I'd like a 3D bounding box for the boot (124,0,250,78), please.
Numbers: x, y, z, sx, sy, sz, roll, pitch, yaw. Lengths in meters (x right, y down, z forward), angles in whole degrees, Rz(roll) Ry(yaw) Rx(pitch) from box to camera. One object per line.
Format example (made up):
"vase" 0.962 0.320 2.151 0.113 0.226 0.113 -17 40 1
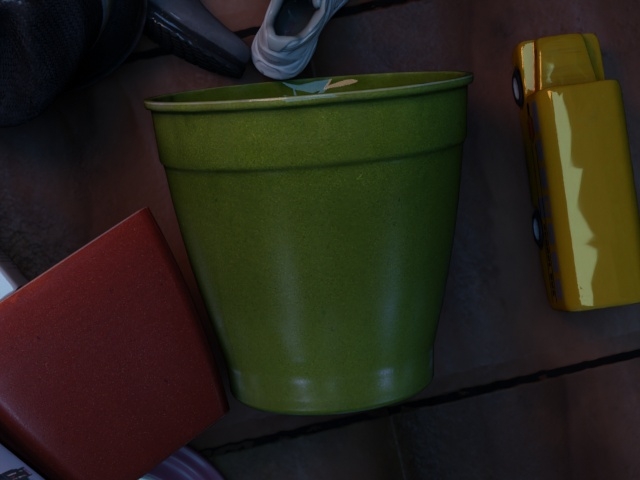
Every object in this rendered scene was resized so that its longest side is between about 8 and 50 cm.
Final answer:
"boot" -0.180 -0.369 1.570 0.338 0.118 0.223 37 82 -5

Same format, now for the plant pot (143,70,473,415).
"plant pot" 0.000 0.000 1.467 0.366 0.366 0.353 -5 99 -2

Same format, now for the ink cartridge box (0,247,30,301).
"ink cartridge box" -0.489 0.026 1.549 0.172 0.100 0.237 -41 90 -3

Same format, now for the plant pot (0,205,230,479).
"plant pot" -0.253 0.153 1.443 0.267 0.267 0.236 -35 91 -20

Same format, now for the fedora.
"fedora" -0.352 -0.235 1.443 0.334 0.334 0.153 7 56 -2

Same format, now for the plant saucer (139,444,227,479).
"plant saucer" -0.246 0.393 1.558 0.332 0.084 0.332 0 89 -2

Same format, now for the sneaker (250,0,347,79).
"sneaker" -0.005 -0.308 1.562 0.090 0.115 0.232 23 78 -2

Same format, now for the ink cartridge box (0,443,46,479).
"ink cartridge box" -0.372 0.314 1.449 0.311 0.065 0.186 30 126 36

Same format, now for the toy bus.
"toy bus" 0.312 -0.085 1.568 0.108 0.130 0.333 -8 89 -2
